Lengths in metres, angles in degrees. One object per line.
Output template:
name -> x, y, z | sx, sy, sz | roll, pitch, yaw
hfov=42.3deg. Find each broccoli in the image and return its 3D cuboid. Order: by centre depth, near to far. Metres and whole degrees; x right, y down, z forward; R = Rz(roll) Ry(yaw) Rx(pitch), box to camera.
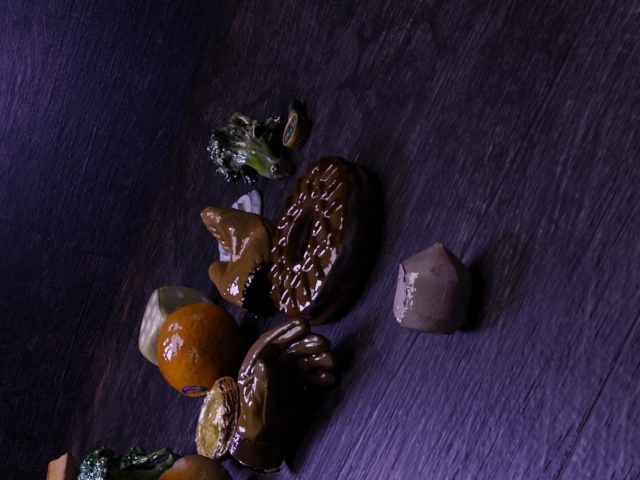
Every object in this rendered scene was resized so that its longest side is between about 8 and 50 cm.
broccoli -> -0.460, 0.623, 2.019 | 0.275, 0.308, 0.308 | -36, 24, -4
broccoli -> -0.138, -0.226, 2.063 | 0.275, 0.177, 0.198 | 11, 47, 41

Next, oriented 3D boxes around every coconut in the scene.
coconut -> 0.150, 0.064, 1.120 | 0.110, 0.110, 0.124 | 174, 105, -67

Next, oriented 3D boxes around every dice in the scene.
dice -> -0.381, 0.233, 2.208 | 0.169, 0.169, 0.166 | -62, 24, 26

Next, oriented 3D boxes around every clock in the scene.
clock -> -0.221, -0.023, 2.170 | 0.236, 0.053, 0.236 | -164, 90, -69

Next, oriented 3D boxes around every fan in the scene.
fan -> -0.057, -0.284, 1.977 | 0.082, 0.039, 0.155 | -55, 26, 39

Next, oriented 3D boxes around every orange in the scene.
orange -> -0.275, 0.250, 1.899 | 0.219, 0.193, 0.219 | -16, -90, -81

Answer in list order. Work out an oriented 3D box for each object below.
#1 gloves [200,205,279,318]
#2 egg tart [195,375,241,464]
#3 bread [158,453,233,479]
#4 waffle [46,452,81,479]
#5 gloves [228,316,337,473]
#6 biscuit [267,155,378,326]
gloves -> -0.161, 0.038, 1.838 | 0.356, 0.155, 0.203 | 46, 125, 48
egg tart -> -0.204, 0.395, 1.770 | 0.212, 0.090, 0.212 | -53, 28, 44
bread -> -0.234, 0.589, 1.585 | 0.192, 0.171, 0.314 | 7, 90, 51
waffle -> -0.566, 0.747, 2.102 | 0.077, 0.348, 0.304 | -34, 36, 17
gloves -> -0.074, 0.263, 1.474 | 0.141, 0.154, 0.331 | -114, 38, -56
biscuit -> 0.000, 0.000, 1.547 | 0.332, 0.103, 0.332 | -50, 30, 44
